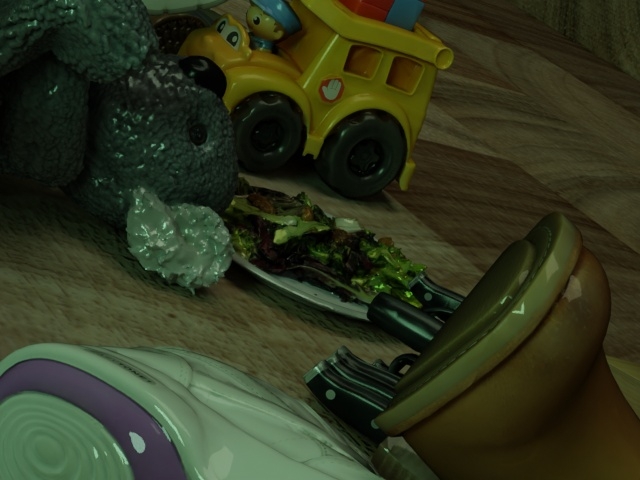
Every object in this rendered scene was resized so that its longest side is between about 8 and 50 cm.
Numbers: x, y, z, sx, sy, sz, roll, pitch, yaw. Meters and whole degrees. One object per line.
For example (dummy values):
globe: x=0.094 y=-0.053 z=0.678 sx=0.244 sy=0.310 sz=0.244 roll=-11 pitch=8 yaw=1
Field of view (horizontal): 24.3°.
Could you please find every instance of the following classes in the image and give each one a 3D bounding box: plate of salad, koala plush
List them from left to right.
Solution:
koala plush: x=-0.139 y=-0.078 z=0.929 sx=0.221 sy=0.203 sz=0.196 roll=39 pitch=18 yaw=-31
plate of salad: x=0.000 y=0.000 z=1.038 sx=0.199 sy=0.048 sz=0.200 roll=22 pitch=18 yaw=-8

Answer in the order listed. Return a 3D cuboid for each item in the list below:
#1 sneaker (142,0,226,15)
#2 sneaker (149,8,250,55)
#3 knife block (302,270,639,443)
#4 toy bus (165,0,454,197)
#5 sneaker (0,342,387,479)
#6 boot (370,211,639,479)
sneaker: x=-0.210 y=-0.239 z=1.203 sx=0.297 sy=0.129 sz=0.111 roll=-12 pitch=24 yaw=-12
sneaker: x=-0.135 y=-0.190 z=1.397 sx=0.086 sy=0.064 sz=0.192 roll=25 pitch=15 yaw=28
knife block: x=0.131 y=0.121 z=0.798 sx=0.242 sy=0.088 sz=0.276 roll=14 pitch=20 yaw=-28
toy bus: x=-0.001 y=-0.163 z=1.244 sx=0.220 sy=0.211 sz=0.149 roll=12 pitch=23 yaw=-31
sneaker: x=0.013 y=0.123 z=0.585 sx=0.305 sy=0.114 sz=0.152 roll=33 pitch=15 yaw=20
boot: x=0.129 y=0.119 z=0.606 sx=0.220 sy=0.283 sz=0.109 roll=38 pitch=63 yaw=12
